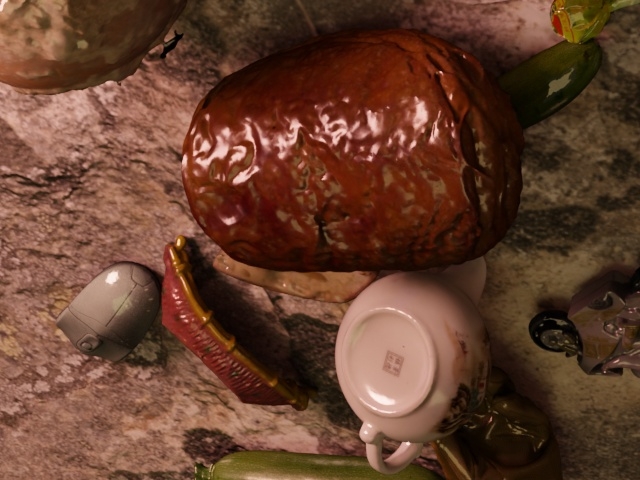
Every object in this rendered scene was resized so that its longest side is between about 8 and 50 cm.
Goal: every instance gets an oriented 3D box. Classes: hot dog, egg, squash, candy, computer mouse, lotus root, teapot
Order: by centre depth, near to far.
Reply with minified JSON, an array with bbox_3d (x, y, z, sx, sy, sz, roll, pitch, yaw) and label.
[{"bbox_3d":[0.323,-0.244,1.415,0.194,0.058,0.062,-13,145,20],"label":"candy"},{"bbox_3d":[-0.269,-0.286,1.463,0.310,0.279,0.279,-36,114,11],"label":"egg"},{"bbox_3d":[0.041,-0.089,1.529,0.388,0.174,0.266,-4,105,29],"label":"hot dog"},{"bbox_3d":[0.197,-0.147,1.536,0.258,0.069,0.069,-24,119,37],"label":"squash"},{"bbox_3d":[0.112,0.150,1.718,0.204,0.139,0.298,31,109,29],"label":"teapot"},{"bbox_3d":[0.000,0.000,1.748,0.170,0.074,0.261,33,135,-14],"label":"lotus root"},{"bbox_3d":[-0.298,0.110,1.969,0.113,0.068,0.229,35,134,-9],"label":"computer mouse"},{"bbox_3d":[-0.005,0.361,2.059,0.395,0.107,0.107,2,131,21],"label":"squash"}]

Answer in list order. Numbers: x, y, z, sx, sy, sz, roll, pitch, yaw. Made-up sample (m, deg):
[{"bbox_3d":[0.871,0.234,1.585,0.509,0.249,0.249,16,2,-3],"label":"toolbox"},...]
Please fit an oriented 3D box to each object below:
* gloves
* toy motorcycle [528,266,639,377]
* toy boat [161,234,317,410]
[{"bbox_3d":[0.225,0.264,1.847,0.154,0.141,0.331,-14,103,32],"label":"gloves"},{"bbox_3d":[0.368,0.107,1.699,0.152,0.073,0.225,41,134,-19],"label":"toy motorcycle"},{"bbox_3d":[-0.124,0.136,1.910,0.318,0.099,0.141,51,170,-25],"label":"toy boat"}]
